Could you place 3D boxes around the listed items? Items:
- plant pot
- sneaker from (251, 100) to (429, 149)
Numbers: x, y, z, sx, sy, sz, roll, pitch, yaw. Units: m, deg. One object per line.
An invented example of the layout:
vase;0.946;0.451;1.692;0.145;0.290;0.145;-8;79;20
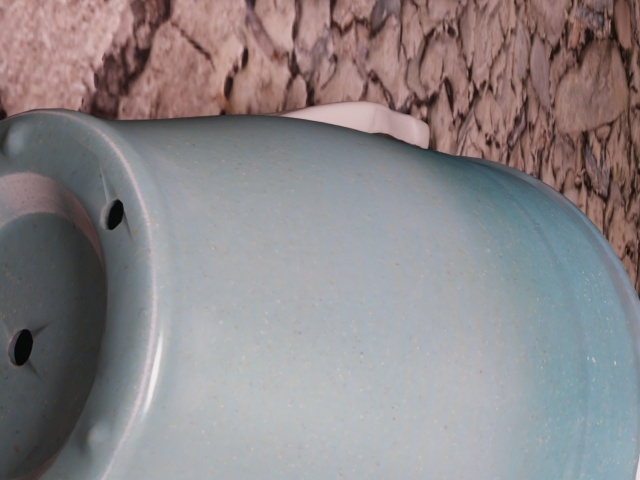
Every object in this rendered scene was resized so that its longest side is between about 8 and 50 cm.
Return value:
plant pot;-0.040;0.062;0.701;0.255;0.272;0.271;20;73;-46
sneaker;0.001;0.000;0.948;0.296;0.105;0.146;-1;88;-69
